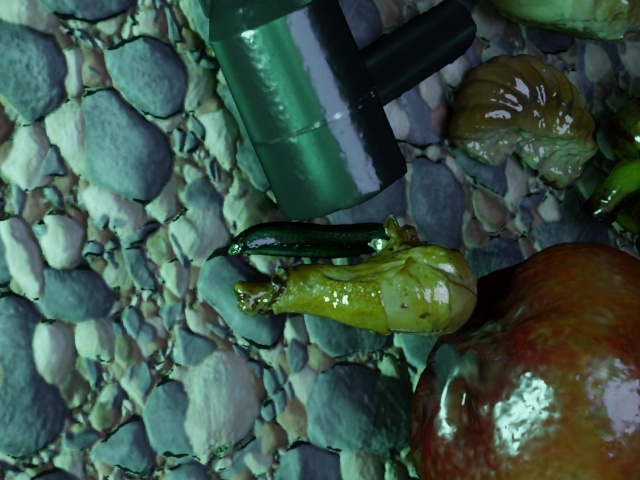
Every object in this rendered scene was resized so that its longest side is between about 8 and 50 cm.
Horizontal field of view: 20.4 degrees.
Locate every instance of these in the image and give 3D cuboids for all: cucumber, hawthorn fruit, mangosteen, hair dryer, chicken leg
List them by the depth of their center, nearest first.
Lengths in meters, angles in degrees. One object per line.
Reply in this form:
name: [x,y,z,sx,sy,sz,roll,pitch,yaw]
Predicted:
chicken leg: [0.030,0.034,1.492,0.207,0.085,0.101,-1,64,-7]
cucumber: [0.000,0.000,1.531,0.184,0.036,0.033,1,100,-41]
hair dryer: [0.028,-0.186,1.538,0.302,0.116,0.244,-36,110,-47]
hawthorn fruit: [0.232,0.143,1.559,0.311,0.295,0.295,1,87,-21]
mangosteen: [0.376,-0.076,1.731,0.257,0.215,0.215,-22,105,7]

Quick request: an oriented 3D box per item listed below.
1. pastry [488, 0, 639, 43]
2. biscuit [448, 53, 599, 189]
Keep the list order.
pastry: [0.240,-0.331,1.685,0.329,0.136,0.330,5,83,-41]
biscuit: [0.199,-0.120,1.690,0.183,0.061,0.118,12,78,-38]
